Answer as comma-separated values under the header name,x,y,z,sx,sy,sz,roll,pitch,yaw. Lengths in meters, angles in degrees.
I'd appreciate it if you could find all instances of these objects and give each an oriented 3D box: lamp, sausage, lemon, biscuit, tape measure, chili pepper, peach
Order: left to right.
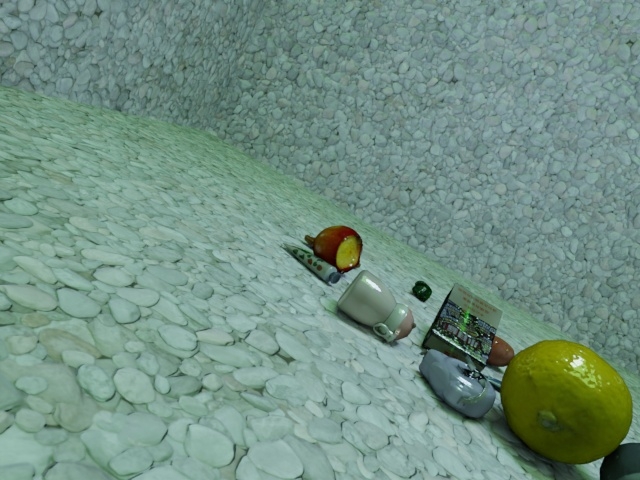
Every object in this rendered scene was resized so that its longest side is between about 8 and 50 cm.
name,x,y,z,sx,sy,sz,roll,pitch,yaw
biscuit,0.051,0.051,2.033,0.280,0.043,0.183,31,14,-14
peach,0.074,0.035,1.796,0.196,0.190,0.226,51,2,-12
chili pepper,0.482,0.235,2.215,0.098,0.061,0.224,38,11,8
tape measure,0.379,0.379,1.259,0.178,0.105,0.196,23,12,-28
sausage,0.593,0.383,1.731,0.259,0.113,0.113,28,12,-4
lemon,0.638,0.417,1.232,0.336,0.336,0.336,28,12,-6
lamp,0.742,0.617,1.079,0.182,0.182,0.314,32,44,13

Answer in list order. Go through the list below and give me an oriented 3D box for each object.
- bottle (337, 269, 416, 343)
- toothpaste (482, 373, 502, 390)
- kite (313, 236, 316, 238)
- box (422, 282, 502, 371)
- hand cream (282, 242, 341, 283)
name,x,y,z,sx,sy,sz,roll,pitch,yaw
bottle,0.182,0.212,1.432,0.236,0.147,0.147,37,12,3
toothpaste,0.618,0.491,1.519,0.197,0.034,0.057,28,6,9
kite,-0.003,-0.003,2.224,0.078,0.002,0.044,16,17,-43
box,0.491,0.298,1.606,0.198,0.084,0.310,33,39,11
hand cream,-0.031,0.075,1.714,0.095,0.059,0.276,19,11,-48
